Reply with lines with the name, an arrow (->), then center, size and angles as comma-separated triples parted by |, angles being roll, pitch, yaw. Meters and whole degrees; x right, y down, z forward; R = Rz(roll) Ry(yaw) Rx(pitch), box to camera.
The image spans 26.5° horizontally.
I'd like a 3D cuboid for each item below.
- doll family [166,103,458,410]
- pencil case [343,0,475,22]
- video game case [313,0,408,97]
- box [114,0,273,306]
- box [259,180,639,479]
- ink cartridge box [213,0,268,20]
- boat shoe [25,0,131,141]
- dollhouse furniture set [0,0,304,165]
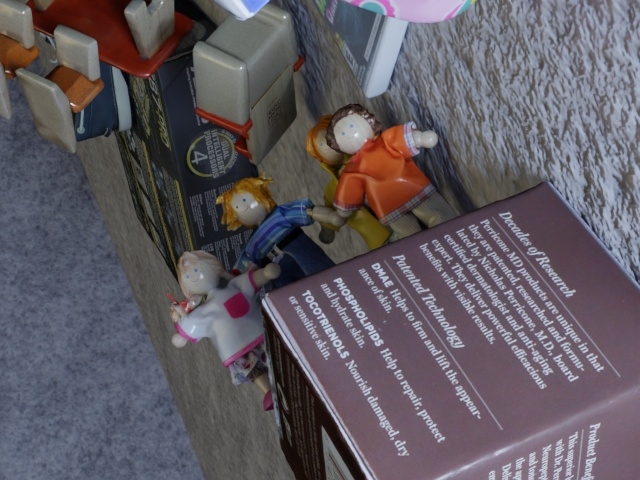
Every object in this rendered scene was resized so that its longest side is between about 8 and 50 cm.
doll family -> 0.000, 0.000, 1.051 | 0.163, 0.263, 0.118 | 53, -162, 12
pencil case -> 0.062, -0.221, 0.664 | 0.124, 0.124, 0.284 | 62, 165, 20
video game case -> 0.016, -0.220, 0.985 | 0.173, 0.022, 0.190 | 63, 164, 18
box -> -0.176, -0.120, 1.637 | 0.318, 0.097, 0.395 | -128, 23, -50
box -> 0.092, 0.103, 0.830 | 0.167, 0.203, 0.168 | 56, 160, 39
ink cartridge box -> -0.105, -0.258, 0.499 | 0.270, 0.151, 0.395 | 43, 173, 42
boat shoe -> -0.274, -0.229, 1.517 | 0.095, 0.079, 0.255 | -130, 27, -49
dollhouse furniture set -> -0.151, -0.180, 1.223 | 0.259, 0.262, 0.135 | 27, 150, 19
